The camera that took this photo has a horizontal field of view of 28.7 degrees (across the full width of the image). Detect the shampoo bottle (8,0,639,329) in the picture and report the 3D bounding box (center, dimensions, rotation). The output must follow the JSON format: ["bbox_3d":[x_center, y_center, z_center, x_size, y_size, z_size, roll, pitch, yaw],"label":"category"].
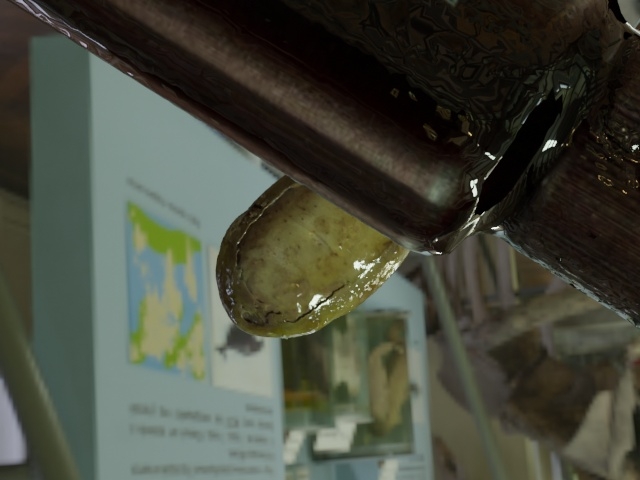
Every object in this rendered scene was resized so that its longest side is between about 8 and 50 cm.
[{"bbox_3d":[-0.016,-0.084,0.361,0.323,0.129,0.084,32,131,4],"label":"shampoo bottle"}]

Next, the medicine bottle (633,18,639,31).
[{"bbox_3d":[0.234,-0.122,0.599,0.096,0.096,0.192,-1,161,-16],"label":"medicine bottle"}]

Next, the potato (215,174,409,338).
[{"bbox_3d":[0.000,0.000,0.887,0.170,0.107,0.080,-45,-178,-8],"label":"potato"}]
